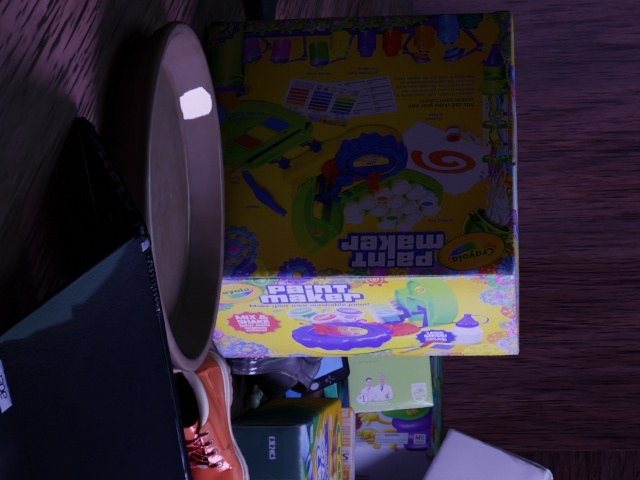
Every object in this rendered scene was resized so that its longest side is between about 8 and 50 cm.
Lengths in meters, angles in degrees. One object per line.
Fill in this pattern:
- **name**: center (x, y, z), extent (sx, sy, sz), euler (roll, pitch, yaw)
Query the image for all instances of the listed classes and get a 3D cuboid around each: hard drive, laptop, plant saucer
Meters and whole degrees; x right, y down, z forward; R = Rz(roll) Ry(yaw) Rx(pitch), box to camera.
- **hard drive**: center (-0.064, -0.291, 1.819), extent (0.094, 0.022, 0.135), euler (79, 12, -49)
- **laptop**: center (-0.166, 0.088, 1.076), extent (0.264, 0.136, 0.234), euler (-125, -155, -55)
- **plant saucer**: center (-0.120, -0.034, 1.319), extent (0.278, 0.041, 0.278), euler (-2, 90, -82)

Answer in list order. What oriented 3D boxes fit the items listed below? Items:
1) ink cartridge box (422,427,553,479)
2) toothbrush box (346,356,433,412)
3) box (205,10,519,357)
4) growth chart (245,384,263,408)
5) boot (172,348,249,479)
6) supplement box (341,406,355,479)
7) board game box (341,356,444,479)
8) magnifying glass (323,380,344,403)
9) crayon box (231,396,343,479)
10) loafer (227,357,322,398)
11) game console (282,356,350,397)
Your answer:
- **ink cartridge box**: center (0.175, 0.507, 2.335), extent (0.395, 0.166, 0.285), euler (-58, 158, -23)
- **toothbrush box**: center (0.087, 0.091, 2.347), extent (0.206, 0.122, 0.283), euler (40, 44, -88)
- **box**: center (0.040, -0.050, 1.560), extent (0.177, 0.290, 0.279), euler (75, 16, -61)
- **growth chart**: center (-0.062, 0.045, 1.777), extent (0.172, 0.021, 0.237), euler (-50, 137, -79)
- **boot**: center (-0.101, 0.172, 1.378), extent (0.084, 0.059, 0.158), euler (-10, 90, -79)
- **supplement box**: center (0.012, 0.263, 2.112), extent (0.036, 0.062, 0.098), euler (70, 19, -68)
- **board game box**: center (0.111, 0.261, 2.523), extent (0.275, 0.142, 0.144), euler (-82, 168, -49)
- **magnifying glass**: center (0.015, 0.123, 2.292), extent (0.092, 0.026, 0.231), euler (-74, 160, -65)
- **crayon box**: center (-0.029, 0.275, 1.753), extent (0.323, 0.083, 0.203), euler (-6, 94, -82)
- **loafer**: center (-0.043, 0.132, 1.685), extent (0.170, 0.062, 0.061), euler (3, 94, -62)
- **game console**: center (-0.007, 0.163, 1.984), extent (0.122, 0.107, 0.071), euler (81, -17, -46)
